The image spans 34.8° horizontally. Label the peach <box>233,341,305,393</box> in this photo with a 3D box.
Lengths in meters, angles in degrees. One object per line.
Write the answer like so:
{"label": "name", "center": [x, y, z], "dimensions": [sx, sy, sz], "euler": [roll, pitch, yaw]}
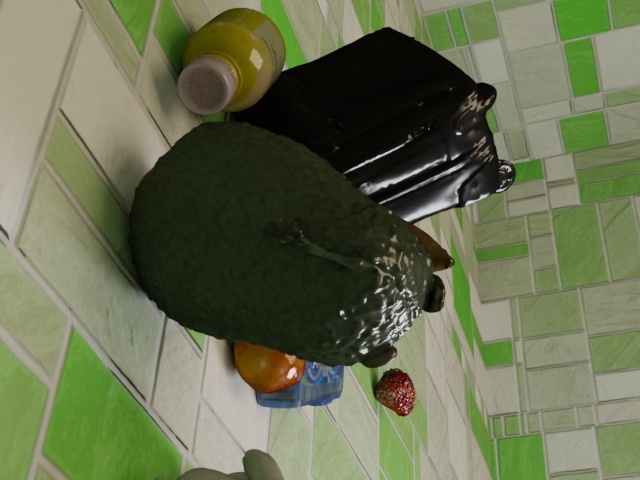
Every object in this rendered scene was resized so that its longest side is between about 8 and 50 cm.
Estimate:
{"label": "peach", "center": [-0.068, 0.152, 1.342], "dimensions": [0.100, 0.100, 0.101], "euler": [-10, 90, -75]}

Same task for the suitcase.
{"label": "suitcase", "center": [0.053, -0.141, 1.441], "dimensions": [0.345, 0.339, 0.188], "euler": [53, -14, 56]}

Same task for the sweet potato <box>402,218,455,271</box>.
{"label": "sweet potato", "center": [-0.004, -0.007, 1.235], "dimensions": [0.079, 0.346, 0.108], "euler": [-11, 95, -54]}

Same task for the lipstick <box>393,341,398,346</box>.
{"label": "lipstick", "center": [0.096, 0.170, 1.978], "dimensions": [0.264, 0.059, 0.059], "euler": [35, 47, -67]}

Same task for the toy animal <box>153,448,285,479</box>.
{"label": "toy animal", "center": [-0.080, 0.337, 1.072], "dimensions": [0.325, 0.154, 0.208], "euler": [70, 24, -46]}

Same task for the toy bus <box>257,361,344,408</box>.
{"label": "toy bus", "center": [-0.028, 0.198, 1.501], "dimensions": [0.236, 0.079, 0.094], "euler": [18, 78, -72]}

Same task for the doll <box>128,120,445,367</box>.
{"label": "doll", "center": [-0.039, 0.013, 1.083], "dimensions": [0.247, 0.349, 0.247], "euler": [-23, 122, -43]}

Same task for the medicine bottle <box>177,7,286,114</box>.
{"label": "medicine bottle", "center": [-0.124, -0.225, 1.335], "dimensions": [0.212, 0.121, 0.122], "euler": [-65, 142, -63]}

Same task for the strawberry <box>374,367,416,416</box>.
{"label": "strawberry", "center": [0.152, 0.307, 2.046], "dimensions": [0.096, 0.083, 0.083], "euler": [67, 17, -7]}
